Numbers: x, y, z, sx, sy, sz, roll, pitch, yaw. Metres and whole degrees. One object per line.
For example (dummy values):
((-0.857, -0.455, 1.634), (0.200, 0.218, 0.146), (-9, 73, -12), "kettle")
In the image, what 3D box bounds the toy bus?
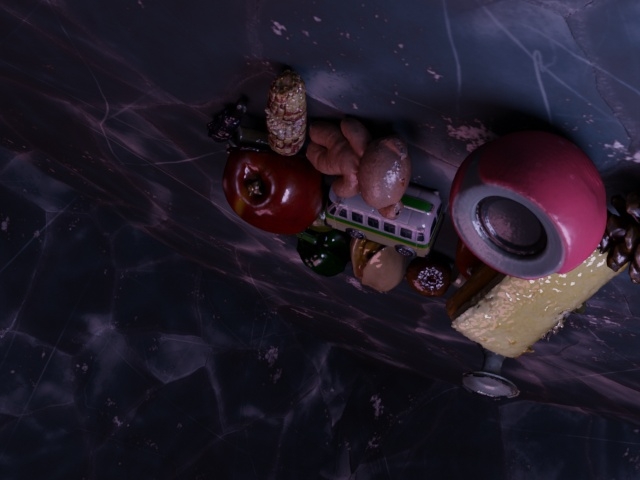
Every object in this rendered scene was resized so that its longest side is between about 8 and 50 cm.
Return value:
((0.161, -0.081, 1.761), (0.305, 0.143, 0.179), (19, 160, 16), "toy bus")

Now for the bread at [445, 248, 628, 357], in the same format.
((0.492, 0.106, 1.553), (0.236, 0.165, 0.375), (29, 122, -17), "bread")

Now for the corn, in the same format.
((-0.076, -0.286, 1.538), (0.098, 0.098, 0.290), (22, 162, 3), "corn")

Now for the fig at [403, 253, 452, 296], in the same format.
((0.337, 0.107, 2.159), (0.146, 0.134, 0.201), (40, 177, -5), "fig")

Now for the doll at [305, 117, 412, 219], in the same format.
((0.098, -0.193, 1.563), (0.303, 0.156, 0.201), (35, 132, 37), "doll")

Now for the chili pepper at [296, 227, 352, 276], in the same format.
((0.000, 0.000, 2.173), (0.261, 0.174, 0.165), (33, -162, -32), "chili pepper")

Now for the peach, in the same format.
((-0.120, -0.117, 1.806), (0.257, 0.201, 0.361), (6, 174, 12), "peach")

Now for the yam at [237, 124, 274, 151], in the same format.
((-0.149, -0.258, 1.730), (0.132, 0.054, 0.054), (10, 167, -19), "yam")

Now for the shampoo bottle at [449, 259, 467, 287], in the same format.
((0.502, 0.122, 1.962), (0.234, 0.118, 0.087), (25, 165, -8), "shampoo bottle")

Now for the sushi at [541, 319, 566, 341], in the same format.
((0.578, 0.161, 1.802), (0.225, 0.239, 0.218), (14, 164, -29), "sushi")

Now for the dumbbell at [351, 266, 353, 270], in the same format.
((0.156, 0.102, 2.485), (0.083, 0.040, 0.036), (12, 128, 32), "dumbbell")

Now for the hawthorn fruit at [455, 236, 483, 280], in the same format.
((0.421, 0.045, 1.704), (0.179, 0.200, 0.179), (27, 166, 7), "hawthorn fruit")

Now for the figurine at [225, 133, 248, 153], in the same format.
((-0.237, -0.263, 1.894), (0.060, 0.047, 0.106), (43, 164, -7), "figurine")

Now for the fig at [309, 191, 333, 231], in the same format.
((0.029, -0.080, 1.985), (0.156, 0.123, 0.123), (14, 165, -12), "fig")

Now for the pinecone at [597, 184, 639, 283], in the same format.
((0.656, -0.004, 1.249), (0.244, 0.244, 0.309), (35, 175, -33), "pinecone")

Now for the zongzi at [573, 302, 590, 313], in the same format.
((0.749, 0.174, 1.918), (0.154, 0.062, 0.130), (23, 152, -21), "zongzi")

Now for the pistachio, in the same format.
((0.187, 0.049, 2.095), (0.187, 0.188, 0.299), (19, 157, 13), "pistachio")

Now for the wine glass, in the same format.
((0.539, 0.288, 2.038), (0.190, 0.357, 0.190), (16, 150, 10), "wine glass")

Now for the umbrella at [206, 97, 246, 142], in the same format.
((-0.237, -0.304, 1.739), (0.070, 0.071, 0.248), (30, 163, -20), "umbrella")

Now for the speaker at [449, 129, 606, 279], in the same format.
((0.398, -0.068, 1.281), (0.294, 0.294, 0.294), (21, 163, 7), "speaker")
